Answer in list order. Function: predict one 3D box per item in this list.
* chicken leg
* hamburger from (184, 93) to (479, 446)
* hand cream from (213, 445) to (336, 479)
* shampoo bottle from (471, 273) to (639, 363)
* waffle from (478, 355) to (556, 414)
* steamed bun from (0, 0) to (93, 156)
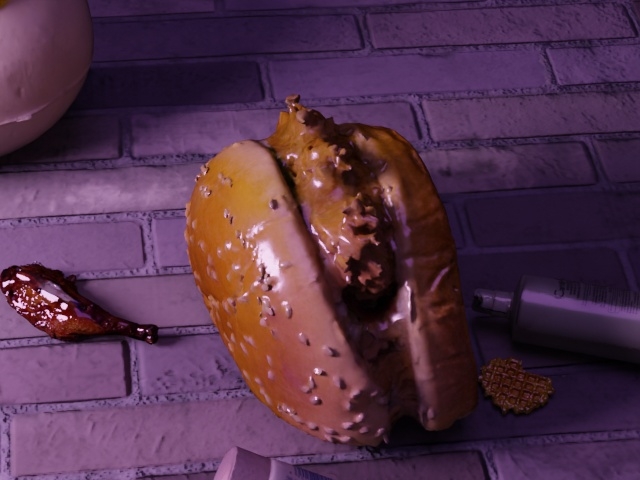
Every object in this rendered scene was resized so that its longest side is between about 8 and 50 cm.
[{"bbox_3d":[-0.290,0.079,1.966,0.205,0.053,0.093,35,38,22],"label":"chicken leg"},{"bbox_3d":[0.000,0.000,1.903,0.268,0.287,0.445,-14,46,-15],"label":"hamburger"},{"bbox_3d":[0.006,0.293,1.743,0.248,0.083,0.133,25,46,-10],"label":"hand cream"},{"bbox_3d":[0.309,0.092,1.971,0.263,0.085,0.085,10,45,6],"label":"shampoo bottle"},{"bbox_3d":[0.224,0.167,1.937,0.078,0.016,0.085,-28,53,-28],"label":"waffle"},{"bbox_3d":[-0.471,-0.245,2.088,0.374,0.334,0.334,-17,49,-27],"label":"steamed bun"}]
